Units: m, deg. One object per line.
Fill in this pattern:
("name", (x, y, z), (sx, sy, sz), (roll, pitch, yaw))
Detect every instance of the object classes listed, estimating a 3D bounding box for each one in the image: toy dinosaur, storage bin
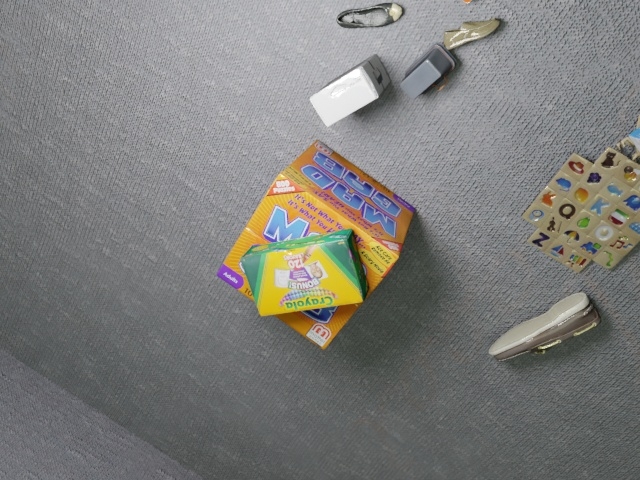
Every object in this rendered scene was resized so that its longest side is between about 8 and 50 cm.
("toy dinosaur", (0.799, -0.251, 1.528), (0.093, 0.053, 0.183), (-20, 106, 8))
("storage bin", (0.272, -0.420, 1.558), (0.098, 0.091, 0.135), (46, 135, -7))

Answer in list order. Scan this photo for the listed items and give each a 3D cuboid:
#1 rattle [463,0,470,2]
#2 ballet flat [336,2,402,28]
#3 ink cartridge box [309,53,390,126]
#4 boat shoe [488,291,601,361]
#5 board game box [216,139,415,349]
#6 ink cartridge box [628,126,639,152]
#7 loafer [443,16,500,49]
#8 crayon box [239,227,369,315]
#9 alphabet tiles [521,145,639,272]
("rattle", (0.336, -0.700, 1.471), (0.200, 0.142, 0.130), (42, 151, -21))
("ballet flat", (0.126, -0.577, 1.574), (0.173, 0.049, 0.057), (-4, 112, 18))
("ink cartridge box", (0.082, -0.391, 1.573), (0.159, 0.218, 0.092), (-26, 103, 25))
("boat shoe", (0.645, 0.272, 1.758), (0.324, 0.116, 0.096), (-36, 96, 21))
("board game box", (0.000, 0.000, 1.689), (0.356, 0.356, 0.356), (35, 117, -1))
("ink cartridge box", (0.858, -0.267, 1.462), (0.180, 0.060, 0.104), (-38, 102, 12))
("loafer", (0.374, -0.525, 1.520), (0.148, 0.056, 0.050), (-19, 113, 23))
("crayon box", (-0.037, 0.080, 1.487), (0.279, 0.081, 0.165), (-11, 109, 19))
("alphabet tiles", (0.723, -0.072, 1.614), (0.285, 0.011, 0.342), (31, 126, 2))
